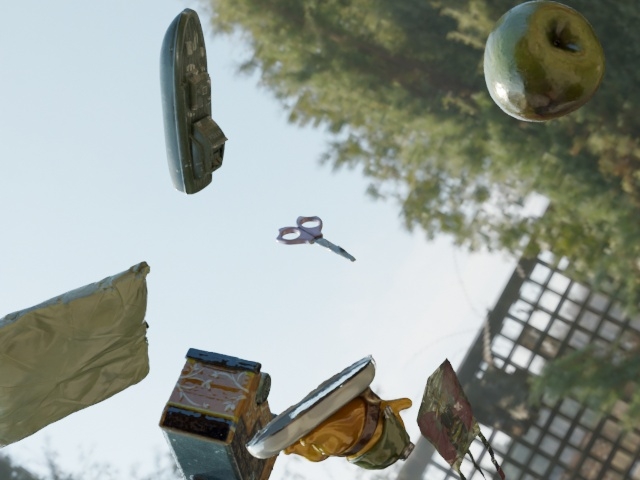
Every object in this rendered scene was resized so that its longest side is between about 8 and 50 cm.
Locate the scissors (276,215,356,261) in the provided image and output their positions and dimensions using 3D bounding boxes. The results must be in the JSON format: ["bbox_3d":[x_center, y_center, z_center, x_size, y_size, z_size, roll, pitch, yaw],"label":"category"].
[{"bbox_3d":[0.000,0.000,2.009,0.110,0.212,0.021,-30,-54,-27],"label":"scissors"}]

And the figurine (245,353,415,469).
[{"bbox_3d":[0.025,0.258,1.283,0.166,0.141,0.250,-34,-3,43],"label":"figurine"}]

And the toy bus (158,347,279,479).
[{"bbox_3d":[-0.183,0.369,1.899,0.323,0.162,0.194,82,-157,-49],"label":"toy bus"}]

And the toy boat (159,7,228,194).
[{"bbox_3d":[-0.174,-0.190,1.378,0.078,0.085,0.260,-43,-42,-55],"label":"toy boat"}]

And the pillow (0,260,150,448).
[{"bbox_3d":[-0.363,0.174,1.420,0.274,0.076,0.281,-22,-34,-26],"label":"pillow"}]

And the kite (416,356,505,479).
[{"bbox_3d":[0.305,0.428,2.107,0.360,0.022,0.204,59,-139,-23],"label":"kite"}]

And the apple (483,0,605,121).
[{"bbox_3d":[0.346,-0.278,1.569,0.196,0.196,0.157,-50,4,-33],"label":"apple"}]
